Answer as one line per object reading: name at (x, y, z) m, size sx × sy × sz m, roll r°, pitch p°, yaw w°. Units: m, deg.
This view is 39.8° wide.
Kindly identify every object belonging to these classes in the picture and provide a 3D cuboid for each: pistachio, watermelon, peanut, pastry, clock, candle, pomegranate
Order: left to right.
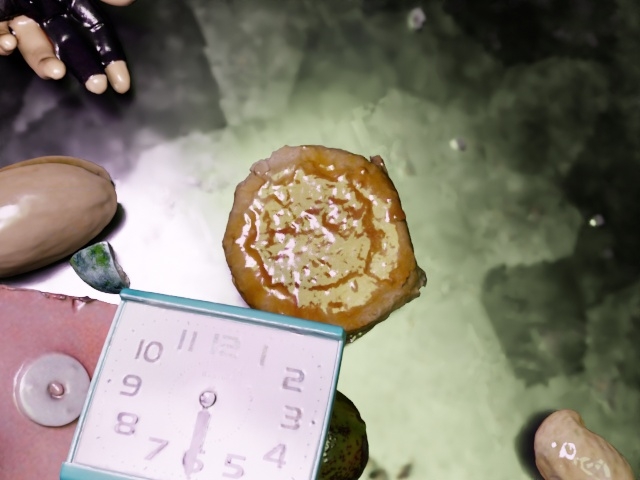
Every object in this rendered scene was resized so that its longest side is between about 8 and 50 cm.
pistachio at (-0.361, -0.030, 1.096) m, size 0.225 × 0.136 × 0.136 m, roll -25°, pitch 82°, yaw -16°
candle at (-0.307, 0.176, 1.034) m, size 0.287 × 0.131 × 0.317 m, roll -39°, pitch 103°, yaw -29°
watermelon at (-0.273, 0.030, 1.132) m, size 0.085 × 0.085 × 0.061 m, roll 19°, pitch 49°, yaw -1°
clock at (-0.118, 0.190, 0.967) m, size 0.262 × 0.116 × 0.231 m, roll 10°, pitch 66°, yaw 8°
pomegranate at (-0.016, 0.230, 1.050) m, size 0.163 × 0.138 × 0.125 m, roll 34°, pitch 114°, yaw -28°
pastry at (-0.001, 0.006, 1.116) m, size 0.235 × 0.121 × 0.257 m, roll -17°, pitch 83°, yaw -4°
peanut at (0.347, 0.333, 1.084) m, size 0.117 × 0.101 × 0.263 m, roll -16°, pitch 79°, yaw -27°

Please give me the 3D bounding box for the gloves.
gloves at (-0.352, -0.310, 1.134) m, size 0.197 × 0.152 × 0.301 m, roll -37°, pitch 90°, yaw 11°
